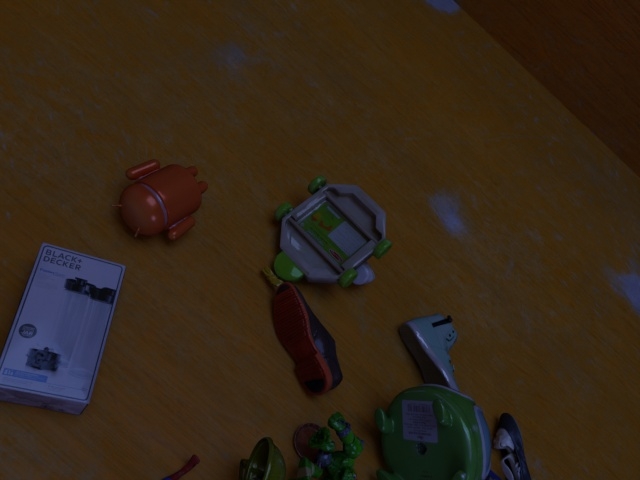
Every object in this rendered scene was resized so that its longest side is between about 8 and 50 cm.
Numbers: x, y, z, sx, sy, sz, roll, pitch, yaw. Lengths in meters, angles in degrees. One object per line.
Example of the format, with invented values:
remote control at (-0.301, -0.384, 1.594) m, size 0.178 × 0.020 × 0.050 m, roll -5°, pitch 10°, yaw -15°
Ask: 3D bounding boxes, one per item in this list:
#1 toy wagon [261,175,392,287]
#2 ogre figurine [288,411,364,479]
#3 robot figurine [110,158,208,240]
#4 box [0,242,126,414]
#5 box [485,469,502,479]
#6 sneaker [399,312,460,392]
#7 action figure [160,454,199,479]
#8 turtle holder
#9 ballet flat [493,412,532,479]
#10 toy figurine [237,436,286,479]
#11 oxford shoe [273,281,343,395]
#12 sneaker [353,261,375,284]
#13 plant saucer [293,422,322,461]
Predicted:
toy wagon at (0.000, 0.000, 1.491) m, size 0.344 × 0.068 × 0.267 m, roll -39°, pitch 72°, yaw -15°
ogre figurine at (0.020, 0.461, 1.230) m, size 0.118 × 0.097 × 0.197 m, roll 31°, pitch 71°, yaw -31°
robot figurine at (-0.361, -0.094, 1.332) m, size 0.128 × 0.158 × 0.219 m, roll 19°, pitch 39°, yaw 31°
box at (-0.492, 0.163, 1.114) m, size 0.169 × 0.087 × 0.289 m, roll 20°, pitch 53°, yaw -22°
box at (0.417, 0.668, 1.418) m, size 0.136 × 0.036 × 0.225 m, roll 42°, pitch 47°, yaw -3°
sneaker at (0.332, 0.306, 1.543) m, size 0.151 × 0.094 × 0.255 m, roll -16°, pitch 69°, yaw -32°
action figure at (-0.306, 0.474, 1.013) m, size 0.280 × 0.139 × 0.091 m, roll -27°, pitch 77°, yaw -38°
turtle holder at (0.283, 0.480, 1.316) m, size 0.228 × 0.243 × 0.320 m, roll 7°, pitch 48°, yaw -49°
ballet flat at (0.489, 0.548, 1.517) m, size 0.074 × 0.074 × 0.203 m, roll 5°, pitch 62°, yaw -30°
toy figurine at (-0.067, 0.567, 1.046) m, size 0.217 × 0.191 × 0.362 m, roll 22°, pitch 50°, yaw -9°
oxford shoe at (-0.029, 0.224, 1.384) m, size 0.098 × 0.097 × 0.271 m, roll -4°, pitch 70°, yaw -54°
sneaker at (0.069, 0.033, 1.575) m, size 0.212 × 0.080 × 0.094 m, roll 55°, pitch 22°, yaw 19°
plant saucer at (-0.022, 0.443, 1.291) m, size 0.084 × 0.013 × 0.083 m, roll 16°, pitch 55°, yaw -23°
